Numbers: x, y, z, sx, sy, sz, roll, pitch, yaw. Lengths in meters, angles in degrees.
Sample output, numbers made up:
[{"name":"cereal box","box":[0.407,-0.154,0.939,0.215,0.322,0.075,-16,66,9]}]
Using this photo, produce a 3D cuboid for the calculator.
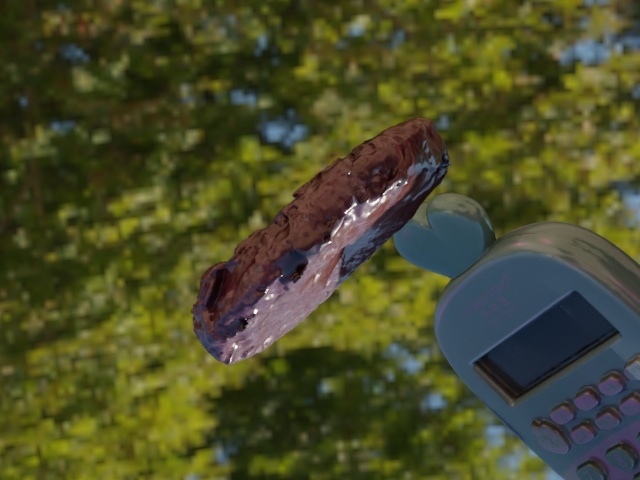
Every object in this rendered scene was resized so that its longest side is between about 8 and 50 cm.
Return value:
[{"name":"calculator","box":[0.163,0.079,1.108,0.041,0.299,0.185,-45,179,-32]}]

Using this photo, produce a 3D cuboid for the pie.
[{"name":"pie","box":[0.000,0.000,0.877,0.036,0.154,0.154,49,-137,9]}]
